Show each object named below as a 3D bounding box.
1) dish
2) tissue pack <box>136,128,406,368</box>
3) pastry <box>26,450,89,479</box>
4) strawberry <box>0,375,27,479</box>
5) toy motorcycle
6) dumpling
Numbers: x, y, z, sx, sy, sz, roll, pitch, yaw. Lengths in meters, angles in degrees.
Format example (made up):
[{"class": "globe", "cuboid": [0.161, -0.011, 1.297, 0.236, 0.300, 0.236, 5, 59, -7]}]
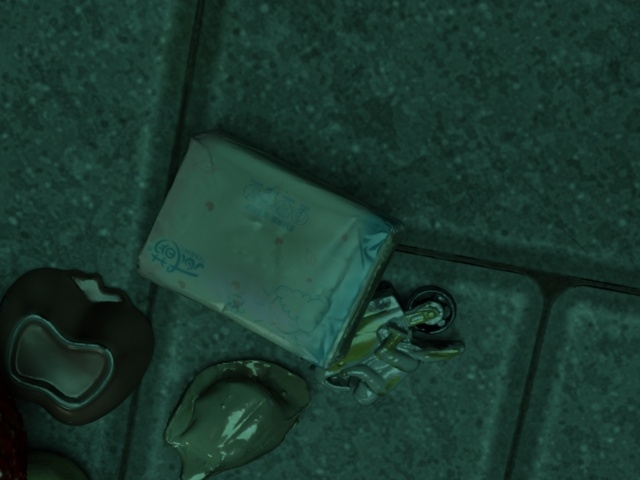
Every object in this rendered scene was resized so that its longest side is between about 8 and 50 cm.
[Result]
[{"class": "dish", "cuboid": [-0.322, 0.141, 1.554, 0.213, 0.090, 0.213, 0, 102, 1]}, {"class": "tissue pack", "cuboid": [-0.058, 0.008, 1.483, 0.271, 0.124, 0.201, 26, 94, 10]}, {"class": "pastry", "cuboid": [-0.368, 0.351, 1.600, 0.157, 0.092, 0.156, -1, 109, -2]}, {"class": "strawberry", "cuboid": [-0.426, 0.186, 1.487, 0.138, 0.233, 0.306, -7, 89, -40]}, {"class": "toy motorcycle", "cuboid": [0.067, 0.135, 1.561, 0.229, 0.074, 0.151, -10, 102, 3]}, {"class": "dumpling", "cuboid": [-0.112, 0.220, 1.564, 0.199, 0.118, 0.136, -37, 85, -20]}]
